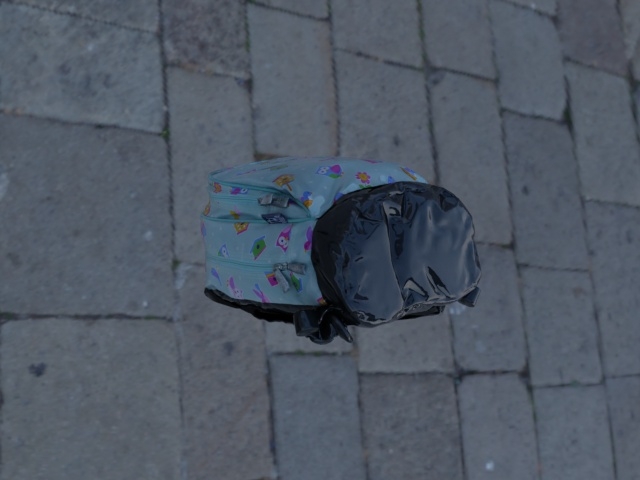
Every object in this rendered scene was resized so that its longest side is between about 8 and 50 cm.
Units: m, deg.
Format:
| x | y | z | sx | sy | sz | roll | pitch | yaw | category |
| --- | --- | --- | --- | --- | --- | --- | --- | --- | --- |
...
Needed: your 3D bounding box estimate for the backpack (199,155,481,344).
| x | y | z | sx | sy | sz | roll | pitch | yaw | category |
| --- | --- | --- | --- | --- | --- | --- | --- | --- | --- |
| 0.000 | 0.000 | 0.664 | 0.152 | 0.182 | 0.115 | -3 | 96 | -44 | backpack |
